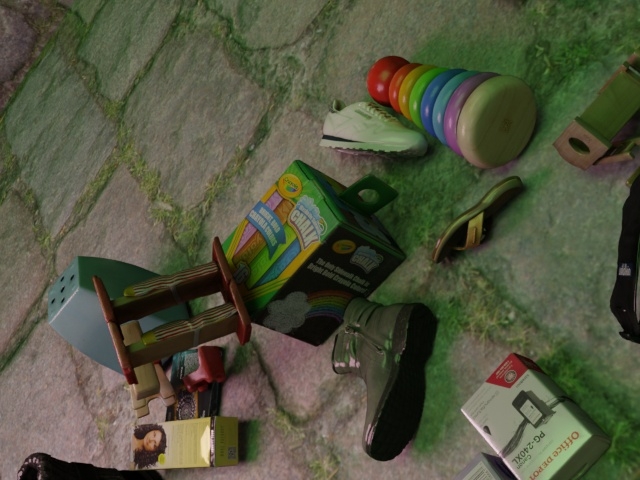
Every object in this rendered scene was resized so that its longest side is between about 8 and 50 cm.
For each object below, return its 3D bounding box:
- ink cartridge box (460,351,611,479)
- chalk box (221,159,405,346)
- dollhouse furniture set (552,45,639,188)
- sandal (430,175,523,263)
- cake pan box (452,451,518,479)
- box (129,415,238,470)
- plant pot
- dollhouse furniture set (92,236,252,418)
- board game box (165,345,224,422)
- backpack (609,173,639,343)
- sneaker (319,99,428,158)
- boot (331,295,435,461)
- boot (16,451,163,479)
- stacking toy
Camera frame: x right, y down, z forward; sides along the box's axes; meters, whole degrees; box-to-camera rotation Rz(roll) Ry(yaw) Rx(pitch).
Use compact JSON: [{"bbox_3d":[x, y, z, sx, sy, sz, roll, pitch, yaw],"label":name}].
[{"bbox_3d":[0.271,0.235,0.927,0.109,0.063,0.150,-51,45,12],"label":"ink cartridge box"},{"bbox_3d":[0.000,0.000,1.202,0.289,0.180,0.179,-47,47,14],"label":"chalk box"},{"bbox_3d":[0.437,-0.153,0.968,0.161,0.101,0.182,42,81,9],"label":"dollhouse furniture set"},{"bbox_3d":[0.236,-0.023,1.086,0.180,0.072,0.049,-42,70,15],"label":"sandal"},{"bbox_3d":[0.201,0.437,0.897,0.246,0.070,0.267,-50,46,10],"label":"cake pan box"},{"bbox_3d":[-0.248,0.366,1.305,0.232,0.058,0.087,-17,67,35],"label":"box"},{"bbox_3d":[-0.410,0.143,1.449,0.165,0.234,0.166,-47,37,16],"label":"plant pot"},{"bbox_3d":[-0.244,0.160,1.223,0.374,0.201,0.152,112,137,-64],"label":"dollhouse furniture set"},{"bbox_3d":[-0.242,0.300,1.390,0.126,0.026,0.186,-14,62,36],"label":"board game box"},{"bbox_3d":[0.439,-0.023,0.762,0.213,0.276,0.263,0,70,7],"label":"backpack"},{"bbox_3d":[0.090,-0.195,1.263,0.235,0.090,0.095,16,92,44],"label":"sneaker"},{"bbox_3d":[0.079,0.206,1.118,0.161,0.083,0.246,-5,62,48],"label":"boot"},{"bbox_3d":[-0.352,0.490,1.235,0.348,0.260,0.131,21,86,46],"label":"boot"},{"bbox_3d":[0.187,-0.234,1.182,0.141,0.141,0.330,-57,40,6],"label":"stacking toy"}]
